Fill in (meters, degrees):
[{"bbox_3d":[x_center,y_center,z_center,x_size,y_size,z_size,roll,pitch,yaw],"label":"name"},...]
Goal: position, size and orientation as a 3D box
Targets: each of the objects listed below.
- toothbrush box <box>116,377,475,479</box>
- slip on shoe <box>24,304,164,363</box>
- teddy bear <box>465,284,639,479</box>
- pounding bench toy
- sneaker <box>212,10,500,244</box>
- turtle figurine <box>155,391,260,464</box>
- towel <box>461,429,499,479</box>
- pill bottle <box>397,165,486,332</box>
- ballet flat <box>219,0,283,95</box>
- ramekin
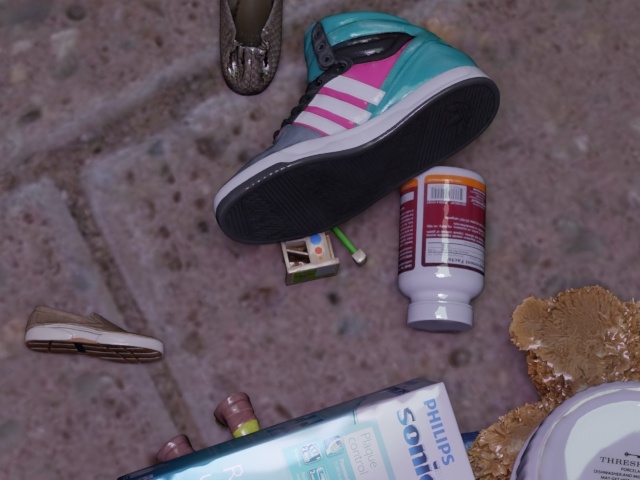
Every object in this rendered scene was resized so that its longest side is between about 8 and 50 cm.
[{"bbox_3d":[-0.006,0.265,1.471,0.296,0.126,0.216,-17,90,-8],"label":"toothbrush box"},{"bbox_3d":[-0.218,0.090,1.648,0.135,0.051,0.041,4,63,4],"label":"slip on shoe"},{"bbox_3d":[0.264,0.213,1.585,0.245,0.113,0.338,-25,67,-8],"label":"teddy bear"},{"bbox_3d":[0.000,0.000,1.677,0.083,0.052,0.065,-11,76,-6],"label":"pounding bench toy"},{"bbox_3d":[0.006,-0.126,1.656,0.296,0.123,0.178,-27,48,-7],"label":"sneaker"},{"bbox_3d":[-0.063,0.266,1.577,0.269,0.087,0.217,-42,70,9],"label":"turtle figurine"},{"bbox_3d":[0.132,0.220,1.638,0.119,0.029,0.067,-8,75,-4],"label":"towel"},{"bbox_3d":[0.118,0.010,1.664,0.086,0.086,0.152,4,76,-2],"label":"pill bottle"},{"bbox_3d":[-0.073,-0.271,1.742,0.084,0.058,0.249,2,75,-3],"label":"ballet flat"},{"bbox_3d":[0.266,0.218,1.465,0.207,0.109,0.207,-2,68,4],"label":"ramekin"}]
